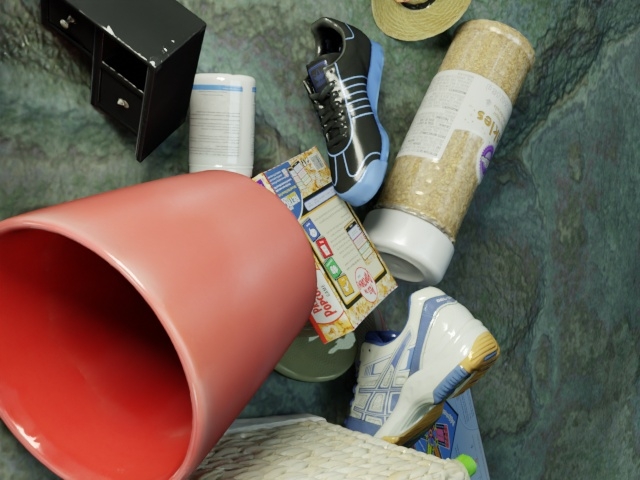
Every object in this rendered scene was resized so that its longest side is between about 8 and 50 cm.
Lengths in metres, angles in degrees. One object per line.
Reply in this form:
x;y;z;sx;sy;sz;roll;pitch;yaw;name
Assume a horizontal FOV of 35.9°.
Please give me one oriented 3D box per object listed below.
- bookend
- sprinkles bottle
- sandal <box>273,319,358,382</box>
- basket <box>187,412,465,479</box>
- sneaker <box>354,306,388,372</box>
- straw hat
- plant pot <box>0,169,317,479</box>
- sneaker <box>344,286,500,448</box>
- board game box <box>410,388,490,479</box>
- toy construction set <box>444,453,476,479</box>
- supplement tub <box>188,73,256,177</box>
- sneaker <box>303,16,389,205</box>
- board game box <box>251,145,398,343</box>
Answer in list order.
-0.198;-0.180;0.924;0.157;0.156;0.072;38;60;5;bookend
0.167;-0.119;1.299;0.121;0.121;0.355;42;65;-42;sprinkles bottle
-0.040;0.063;1.131;0.120;0.086;0.302;-55;131;-25;sandal
-0.045;0.378;1.049;0.331;0.266;0.328;1;94;-48;basket
0.079;0.134;1.296;0.070;0.051;0.134;-26;119;-41;sneaker
0.122;-0.330;1.258;0.144;0.144;0.061;31;31;-45;straw hat
-0.145;0.063;0.910;0.243;0.275;0.274;-34;120;-50;plant pot
0.091;0.179;1.230;0.296;0.131;0.112;-50;157;26;sneaker
0.184;0.310;1.450;0.145;0.027;0.281;-35;120;-39;board game box
0.125;0.394;1.235;0.151;0.215;0.327;-16;146;-53;toy construction set
-0.104;-0.121;1.048;0.071;0.071;0.107;-3;98;-46;supplement tub
0.022;-0.153;1.143;0.090;0.081;0.232;23;54;-36;sneaker
0.000;0.000;1.106;0.193;0.045;0.147;60;29;-2;board game box
